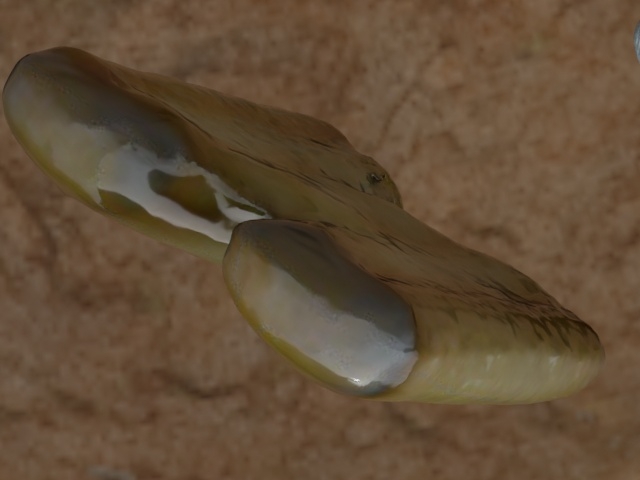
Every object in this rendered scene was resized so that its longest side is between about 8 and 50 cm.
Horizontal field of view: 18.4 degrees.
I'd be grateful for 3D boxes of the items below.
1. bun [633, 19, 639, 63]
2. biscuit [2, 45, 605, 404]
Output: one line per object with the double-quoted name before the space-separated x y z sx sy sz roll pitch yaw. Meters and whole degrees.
"bun" 0.296 -0.158 1.628 0.045 0.083 0.083 -22 149 -27
"biscuit" 0.000 0.000 0.942 0.062 0.237 0.291 -58 157 12
